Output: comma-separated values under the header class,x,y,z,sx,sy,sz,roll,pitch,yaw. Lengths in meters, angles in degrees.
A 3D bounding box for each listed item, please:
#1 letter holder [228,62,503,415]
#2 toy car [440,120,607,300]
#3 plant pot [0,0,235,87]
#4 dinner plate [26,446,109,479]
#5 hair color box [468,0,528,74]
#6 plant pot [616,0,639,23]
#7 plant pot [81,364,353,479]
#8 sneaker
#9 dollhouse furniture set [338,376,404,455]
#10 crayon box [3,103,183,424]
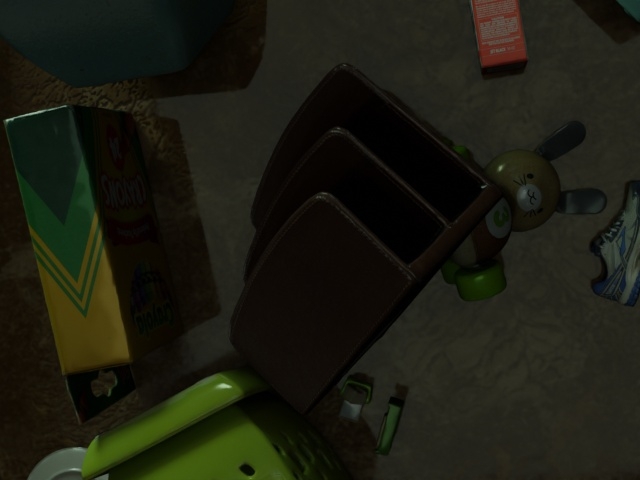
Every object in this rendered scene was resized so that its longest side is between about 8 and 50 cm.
class,x,y,z,sx,sy,sz,roll,pitch,yaw
letter holder,0.000,0.000,1.189,0.214,0.152,0.302,43,143,6
toy car,0.206,-0.047,1.256,0.188,0.149,0.155,-19,103,-3
plant pot,-0.214,-0.304,1.223,0.247,0.248,0.252,-6,124,26
dinner plate,-0.285,0.314,1.403,0.141,0.017,0.141,0,92,9
hair color box,0.181,-0.264,1.261,0.053,0.093,0.167,-8,92,8
plant pot,0.370,-0.338,1.199,0.166,0.165,0.234,46,106,3
plant pot,-0.107,0.260,1.274,0.227,0.228,0.207,-29,82,9
sneaker,0.321,0.001,1.279,0.058,0.052,0.135,9,94,12
dollhouse furniture set,0.013,0.183,1.322,0.151,0.076,0.059,17,98,6
crayon box,-0.231,0.019,1.284,0.081,0.202,0.319,-12,93,9
